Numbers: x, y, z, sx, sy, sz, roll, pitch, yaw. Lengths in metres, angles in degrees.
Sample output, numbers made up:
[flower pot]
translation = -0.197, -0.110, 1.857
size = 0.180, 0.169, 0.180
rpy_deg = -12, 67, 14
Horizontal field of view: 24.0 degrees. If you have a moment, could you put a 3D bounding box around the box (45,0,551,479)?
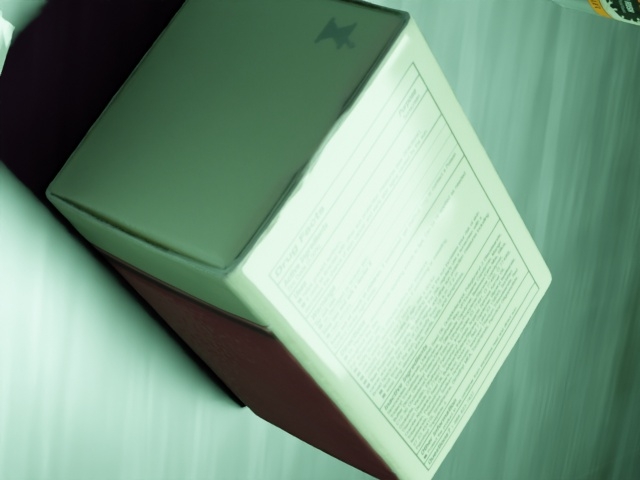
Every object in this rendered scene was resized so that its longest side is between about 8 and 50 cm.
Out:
[box]
translation = 0.000, 0.000, 0.754
size = 0.148, 0.127, 0.232
rpy_deg = -56, 141, -16

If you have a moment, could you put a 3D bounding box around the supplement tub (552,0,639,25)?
[supplement tub]
translation = 0.232, -0.180, 0.904
size = 0.117, 0.190, 0.117
rpy_deg = -25, 125, -43

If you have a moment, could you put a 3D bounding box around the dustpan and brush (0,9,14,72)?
[dustpan and brush]
translation = -0.222, -0.031, 0.531
size = 0.211, 0.060, 0.147
rpy_deg = -9, 127, -56
